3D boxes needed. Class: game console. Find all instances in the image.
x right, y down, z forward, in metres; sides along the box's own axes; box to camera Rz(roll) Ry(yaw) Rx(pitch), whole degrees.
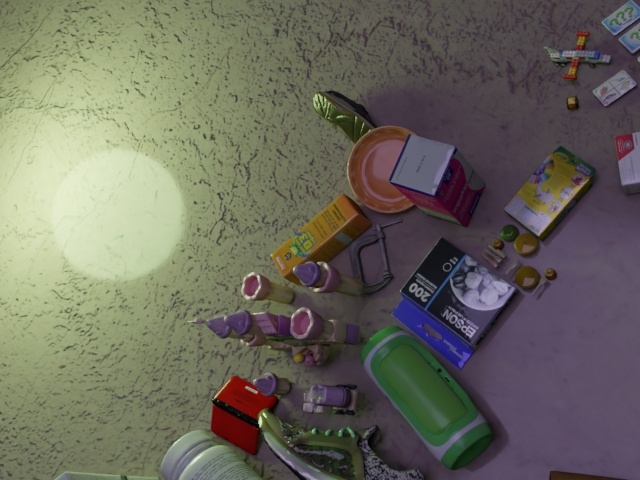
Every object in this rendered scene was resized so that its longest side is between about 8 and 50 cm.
[{"bbox_3d":[-0.178,0.405,1.806,0.144,0.085,0.124,20,53,31],"label":"game console"}]

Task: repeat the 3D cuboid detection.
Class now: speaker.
[{"bbox_3d":[0.209,0.312,1.563,0.131,0.131,0.296,-46,59,8],"label":"speaker"}]

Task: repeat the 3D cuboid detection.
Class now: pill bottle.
[{"bbox_3d":[-0.211,0.552,1.689,0.283,0.160,0.160,34,91,32],"label":"pill bottle"}]

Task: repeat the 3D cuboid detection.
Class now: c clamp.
[{"bbox_3d":[0.126,0.038,1.757,0.137,0.022,0.160,-13,68,24],"label":"c clamp"}]

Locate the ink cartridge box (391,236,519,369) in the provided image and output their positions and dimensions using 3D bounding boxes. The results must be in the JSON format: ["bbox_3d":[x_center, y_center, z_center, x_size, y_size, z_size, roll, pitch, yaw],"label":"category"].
[{"bbox_3d":[0.275,0.130,1.635,0.206,0.045,0.208,38,95,32],"label":"ink cartridge box"}]

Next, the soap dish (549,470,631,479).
[{"bbox_3d":[0.498,0.558,1.332,0.229,0.118,0.290,0,73,28],"label":"soap dish"}]

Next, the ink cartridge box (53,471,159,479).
[{"bbox_3d":[-0.520,0.635,1.742,0.223,0.307,0.129,-37,58,13],"label":"ink cartridge box"}]

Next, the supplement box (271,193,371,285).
[{"bbox_3d":[0.000,0.000,1.805,0.233,0.080,0.078,-42,57,13],"label":"supplement box"}]

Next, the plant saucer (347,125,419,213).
[{"bbox_3d":[0.161,-0.161,1.767,0.200,0.037,0.199,0,91,21],"label":"plant saucer"}]

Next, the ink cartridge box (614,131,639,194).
[{"bbox_3d":[0.663,-0.160,1.509,0.151,0.063,0.109,-10,69,25],"label":"ink cartridge box"}]

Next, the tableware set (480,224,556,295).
[{"bbox_3d":[0.418,0.037,1.603,0.104,0.024,0.154,-50,57,2],"label":"tableware set"}]

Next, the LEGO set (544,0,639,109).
[{"bbox_3d":[0.597,-0.387,1.625,0.244,0.060,0.182,-36,57,14],"label":"LEGO set"}]

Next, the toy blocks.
[{"bbox_3d":[-0.095,0.203,1.646,0.289,0.260,0.308,-11,69,43],"label":"toy blocks"}]

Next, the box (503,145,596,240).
[{"bbox_3d":[0.477,-0.100,1.603,0.179,0.043,0.105,-50,58,8],"label":"box"}]

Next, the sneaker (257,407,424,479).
[{"bbox_3d":[0.046,0.451,1.620,0.410,0.158,0.182,30,70,30],"label":"sneaker"}]

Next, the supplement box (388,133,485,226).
[{"bbox_3d":[0.249,-0.122,1.627,0.114,0.220,0.111,21,85,30],"label":"supplement box"}]

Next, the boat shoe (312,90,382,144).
[{"bbox_3d":[0.082,-0.295,1.858,0.224,0.080,0.073,39,53,20],"label":"boat shoe"}]
